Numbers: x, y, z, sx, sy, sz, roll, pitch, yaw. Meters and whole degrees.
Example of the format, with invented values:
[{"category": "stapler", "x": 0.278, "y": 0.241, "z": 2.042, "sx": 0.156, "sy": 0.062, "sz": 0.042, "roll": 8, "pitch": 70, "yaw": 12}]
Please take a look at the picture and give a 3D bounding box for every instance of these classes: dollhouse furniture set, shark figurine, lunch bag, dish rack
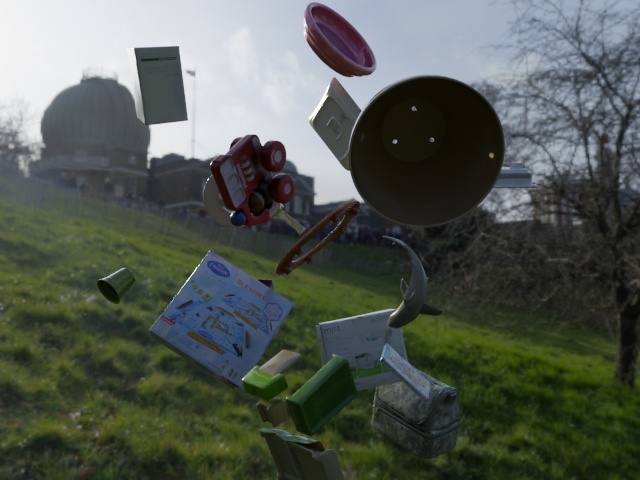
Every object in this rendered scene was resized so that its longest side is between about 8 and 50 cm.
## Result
[{"category": "dollhouse furniture set", "x": -0.021, "y": 0.402, "z": 1.329, "sx": 0.197, "sy": 0.302, "sz": 0.151, "roll": 6, "pitch": 31, "yaw": 44}, {"category": "shark figurine", "x": 0.246, "y": 0.126, "z": 1.679, "sx": 0.166, "sy": 0.279, "sz": 0.116, "roll": 6, "pitch": 13, "yaw": 35}, {"category": "lunch bag", "x": 0.339, "y": 0.580, "z": 2.149, "sx": 0.212, "sy": 0.256, "sz": 0.305, "roll": -2, "pitch": 16, "yaw": -39}, {"category": "dish rack", "x": 0.437, "y": -0.197, "z": 1.786, "sx": 0.332, "sy": 0.073, "sz": 0.285, "roll": -4, "pitch": 12, "yaw": -24}]

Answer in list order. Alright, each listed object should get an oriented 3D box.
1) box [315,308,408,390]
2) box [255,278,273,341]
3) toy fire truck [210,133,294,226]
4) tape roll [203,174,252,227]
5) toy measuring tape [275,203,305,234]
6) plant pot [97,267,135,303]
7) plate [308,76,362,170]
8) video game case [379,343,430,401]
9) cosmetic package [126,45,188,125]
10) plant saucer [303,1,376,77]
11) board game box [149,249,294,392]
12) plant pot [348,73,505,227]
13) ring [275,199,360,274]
[{"category": "box", "x": 0.135, "y": 0.358, "z": 1.957, "sx": 0.261, "sy": 0.231, "sz": 0.127, "roll": -11, "pitch": -7, "yaw": -9}, {"category": "box", "x": -0.254, "y": 0.253, "z": 2.187, "sx": 0.166, "sy": 0.169, "sz": 0.203, "roll": 2, "pitch": -29, "yaw": 0}, {"category": "toy fire truck", "x": -0.227, "y": -0.178, "z": 1.930, "sx": 0.169, "sy": 0.302, "sz": 0.254, "roll": 12, "pitch": 44, "yaw": 31}, {"category": "tape roll", "x": -0.306, "y": -0.154, "z": 2.148, "sx": 0.219, "sy": 0.220, "sz": 0.072, "roll": 2, "pitch": 3, "yaw": -11}, {"category": "toy measuring tape", "x": -0.184, "y": -0.115, "z": 2.599, "sx": 0.330, "sy": 0.121, "sz": 0.121, "roll": 41, "pitch": -28, "yaw": -26}, {"category": "plant pot", "x": -0.555, "y": 0.117, "z": 1.665, "sx": 0.083, "sy": 0.083, "sz": 0.079, "roll": -6, "pitch": 31, "yaw": 41}, {"category": "plate", "x": 0.069, "y": -0.431, "z": 2.301, "sx": 0.045, "sy": 0.277, "sz": 0.278, "roll": -31, "pitch": -10, "yaw": -32}, {"category": "video game case", "x": 0.237, "y": 0.364, "z": 1.679, "sx": 0.166, "sy": 0.015, "sz": 0.119, "roll": 42, "pitch": 16, "yaw": 2}, {"category": "cosmetic package", "x": -0.509, "y": -0.487, "z": 1.885, "sx": 0.138, "sy": 0.225, "sz": 0.224, "roll": -10, "pitch": 20, "yaw": -21}, {"category": "plant saucer", "x": 0.059, "y": -0.712, "z": 2.190, "sx": 0.332, "sy": 0.332, "sz": 0.084, "roll": 8, "pitch": -39, "yaw": -46}, {"category": "board game box", "x": -0.293, "y": 0.240, "z": 1.838, "sx": 0.318, "sy": 0.318, "sz": 0.066, "roll": 33, "pitch": -29, "yaw": 1}, {"category": "plant pot", "x": 0.192, "y": -0.193, "z": 1.180, "sx": 0.283, "sy": 0.284, "sz": 0.191, "roll": 1, "pitch": 25, "yaw": 0}, {"category": "ring", "x": 0.000, "y": 0.000, "z": 1.859, "sx": 0.336, "sy": 0.032, "sz": 0.336, "roll": -40, "pitch": -11, "yaw": -9}]
